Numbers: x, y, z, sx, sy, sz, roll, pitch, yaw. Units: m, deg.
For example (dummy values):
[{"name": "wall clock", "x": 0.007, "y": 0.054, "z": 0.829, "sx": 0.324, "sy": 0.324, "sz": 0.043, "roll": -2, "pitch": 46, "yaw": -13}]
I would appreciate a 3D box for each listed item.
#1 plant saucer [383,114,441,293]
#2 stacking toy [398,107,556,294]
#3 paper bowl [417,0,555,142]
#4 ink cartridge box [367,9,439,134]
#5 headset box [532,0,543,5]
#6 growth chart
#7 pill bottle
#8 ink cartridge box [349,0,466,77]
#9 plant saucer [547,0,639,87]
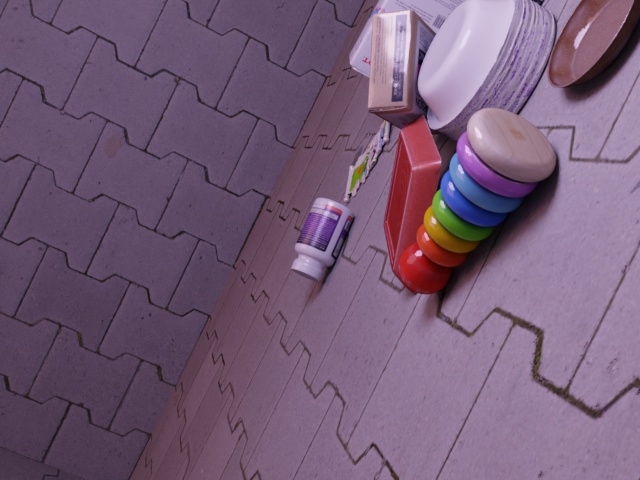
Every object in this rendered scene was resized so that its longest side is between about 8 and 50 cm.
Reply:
[{"name": "plant saucer", "x": 0.161, "y": -0.074, "z": 1.553, "sx": 0.258, "sy": 0.047, "sz": 0.259, "roll": -92, "pitch": 10, "yaw": -64}, {"name": "stacking toy", "x": 0.217, "y": -0.042, "z": 1.307, "sx": 0.141, "sy": 0.141, "sz": 0.330, "roll": -79, "pitch": 15, "yaw": -48}, {"name": "paper bowl", "x": 0.283, "y": -0.322, "z": 1.533, "sx": 0.284, "sy": 0.148, "sz": 0.284, "roll": -58, "pitch": 15, "yaw": 26}, {"name": "ink cartridge box", "x": 0.181, "y": -0.326, "z": 1.678, "sx": 0.234, "sy": 0.088, "sz": 0.193, "roll": 12, "pitch": -101, "yaw": -63}, {"name": "headset box", "x": 0.399, "y": -0.465, "z": 1.603, "sx": 0.062, "sy": 0.032, "sz": 0.083, "roll": -62, "pitch": 14, "yaw": 10}, {"name": "growth chart", "x": 0.127, "y": -0.221, "z": 2.239, "sx": 0.237, "sy": 0.021, "sz": 0.172, "roll": -56, "pitch": 16, "yaw": 34}, {"name": "pill bottle", "x": 0.000, "y": 0.000, "z": 2.111, "sx": 0.193, "sy": 0.108, "sz": 0.108, "roll": -66, "pitch": 13, "yaw": -11}, {"name": "ink cartridge box", "x": 0.219, "y": -0.501, "z": 2.002, "sx": 0.278, "sy": 0.201, "sz": 0.117, "roll": -59, "pitch": 13, "yaw": 23}, {"name": "plant saucer", "x": 0.410, "y": -0.307, "z": 1.242, "sx": 0.199, "sy": 0.036, "sz": 0.198, "roll": -58, "pitch": 15, "yaw": 25}]
